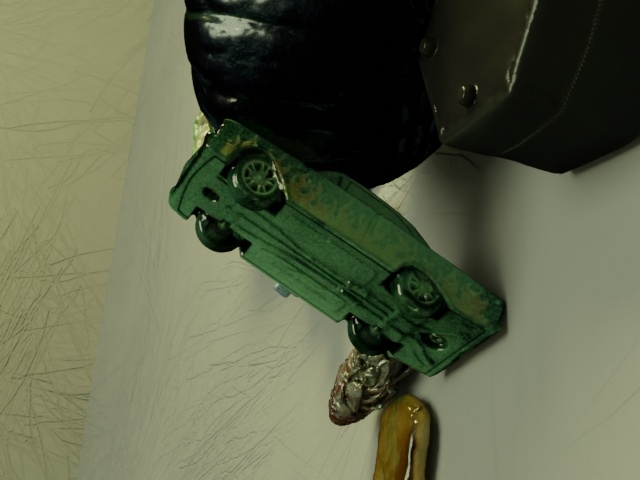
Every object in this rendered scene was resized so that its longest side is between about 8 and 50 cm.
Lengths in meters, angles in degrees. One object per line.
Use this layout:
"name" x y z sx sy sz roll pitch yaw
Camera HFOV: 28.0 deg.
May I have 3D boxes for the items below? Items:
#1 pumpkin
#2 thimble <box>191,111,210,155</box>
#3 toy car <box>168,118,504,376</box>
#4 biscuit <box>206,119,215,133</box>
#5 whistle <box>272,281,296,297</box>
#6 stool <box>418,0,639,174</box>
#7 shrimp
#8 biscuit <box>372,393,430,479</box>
"pumpkin" 0.021 -0.226 1.281 0.363 0.266 0.364 6 -90 -71
"thimble" -0.090 -0.152 1.816 0.219 0.150 0.219 -169 90 -72
"toy car" 0.013 0.008 1.210 0.097 0.320 0.141 -59 7 -33
"biscuit" -0.034 -0.225 1.627 0.287 0.057 0.344 -22 73 27
"whistle" 0.000 0.000 1.559 0.180 0.093 0.269 -59 12 -24
"stool" 0.183 -0.176 1.063 0.232 0.141 0.232 -168 90 -72
"shrimp" 0.062 0.128 1.343 0.190 0.075 0.073 -50 -10 36
"biscuit" 0.074 0.277 1.284 0.118 0.029 0.247 149 130 -74
